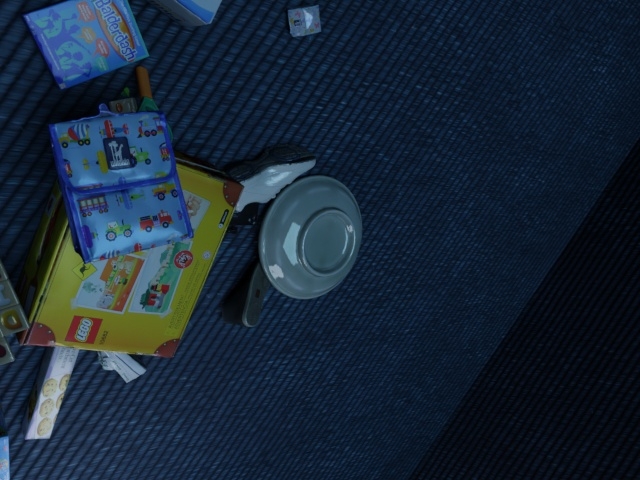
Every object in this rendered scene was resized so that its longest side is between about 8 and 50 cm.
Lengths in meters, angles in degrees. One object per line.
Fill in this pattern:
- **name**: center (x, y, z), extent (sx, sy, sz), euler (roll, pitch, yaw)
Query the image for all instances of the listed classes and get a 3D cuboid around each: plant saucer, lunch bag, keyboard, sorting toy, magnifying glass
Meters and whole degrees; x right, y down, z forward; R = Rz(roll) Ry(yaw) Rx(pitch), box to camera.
- **plant saucer**: center (0.000, 0.000, 1.705), extent (0.401, 0.101, 0.400), euler (-11, 108, -35)
- **lunch bag**: center (-0.407, -0.128, 1.111), extent (0.221, 0.138, 0.293), euler (-16, 108, -28)
- **lunch bag**: center (-0.045, -0.582, 1.451), extent (0.083, 0.053, 0.071), euler (-18, 121, -19)
- **keyboard**: center (-0.260, -0.069, 1.567), extent (0.180, 0.023, 0.108), euler (-2, 106, -36)
- **sorting toy**: center (-0.464, -0.316, 1.289), extent (0.062, 0.012, 0.083), euler (-20, 123, -29)
- **magnifying glass**: center (-0.388, -0.299, 1.234), extent (0.092, 0.231, 0.026), euler (11, 142, -46)

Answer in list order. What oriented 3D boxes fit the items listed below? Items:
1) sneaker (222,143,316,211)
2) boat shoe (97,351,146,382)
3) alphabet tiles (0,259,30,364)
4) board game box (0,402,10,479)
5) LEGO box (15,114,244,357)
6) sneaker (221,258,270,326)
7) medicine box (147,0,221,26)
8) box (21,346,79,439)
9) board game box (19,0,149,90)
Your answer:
- **sneaker**: center (-0.145, -0.182, 1.557), extent (0.297, 0.111, 0.129), euler (-23, 138, -22)
- **boat shoe**: center (-0.562, 0.320, 1.488), extent (0.076, 0.083, 0.226), euler (-43, 132, -14)
- **alphabet tiles**: center (-0.786, 0.125, 1.138), extent (0.285, 0.011, 0.342), euler (-18, 102, -2)
- **board game box**: center (-0.778, 0.469, 1.311), extent (0.039, 0.211, 0.160), euler (-5, 114, -35)
- **LEGO box**: center (-0.466, 0.013, 1.330), extent (0.373, 0.193, 0.500), euler (18, 100, -41)
- **sneaker**: center (-0.230, 0.152, 1.671), extent (0.083, 0.118, 0.222), euler (43, 54, -45)
- **medicine box**: center (-0.303, -0.644, 1.133), extent (0.263, 0.149, 0.289), euler (27, 86, -43)
- **box**: center (-0.696, 0.363, 1.421), extent (0.067, 0.063, 0.324), euler (14, 103, -42)
- **board game box**: center (-0.499, -0.439, 1.176), extent (0.210, 0.047, 0.160), euler (-32, 128, -22)
